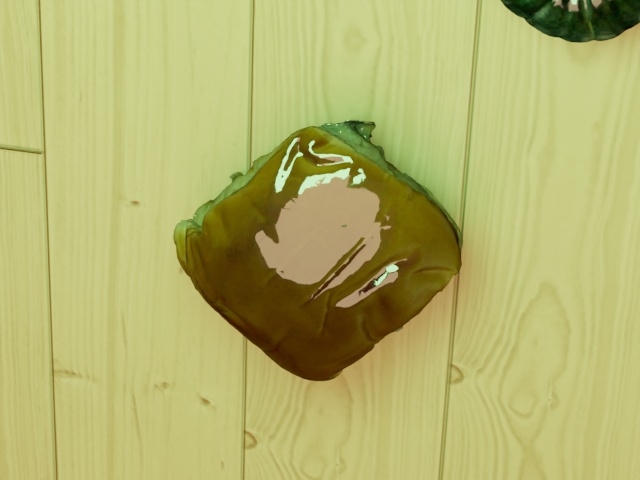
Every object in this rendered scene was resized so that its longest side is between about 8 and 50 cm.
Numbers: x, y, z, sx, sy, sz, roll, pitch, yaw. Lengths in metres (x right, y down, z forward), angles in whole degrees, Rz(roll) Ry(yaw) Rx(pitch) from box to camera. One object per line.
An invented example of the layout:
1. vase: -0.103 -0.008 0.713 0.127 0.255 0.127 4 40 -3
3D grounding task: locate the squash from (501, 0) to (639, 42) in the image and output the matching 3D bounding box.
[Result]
1. squash: 0.257 -0.301 1.732 0.218 0.172 0.218 -10 125 -15

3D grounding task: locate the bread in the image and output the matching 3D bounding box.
1. bread: 0.000 0.000 1.916 0.250 0.225 0.279 43 113 -10
